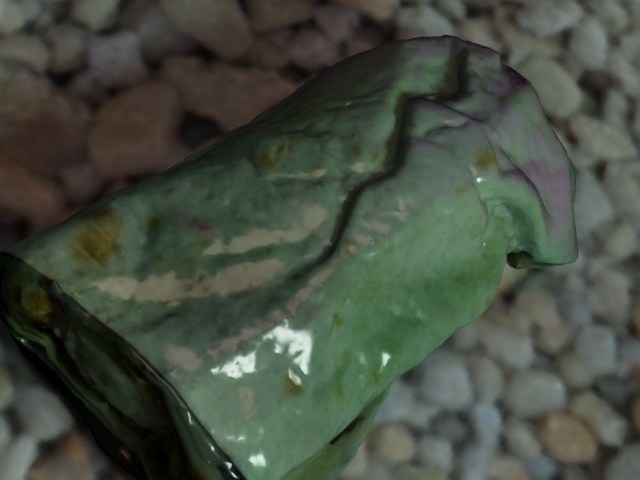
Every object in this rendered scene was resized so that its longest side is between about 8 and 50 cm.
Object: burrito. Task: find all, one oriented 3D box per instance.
[{"bbox_3d":[0.000,0.000,0.725,0.144,0.089,0.229,45,60,10],"label":"burrito"}]
